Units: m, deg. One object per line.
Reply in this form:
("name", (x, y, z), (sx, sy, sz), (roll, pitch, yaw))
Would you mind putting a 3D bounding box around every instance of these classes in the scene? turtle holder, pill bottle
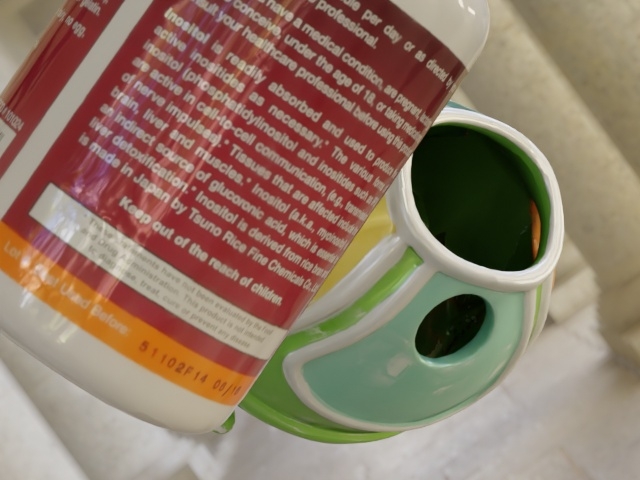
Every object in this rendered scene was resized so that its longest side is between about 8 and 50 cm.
("turtle holder", (0.011, -0.011, 1.124), (0.227, 0.320, 0.243), (-27, 31, 50))
("pill bottle", (-0.017, -0.039, 0.392), (0.152, 0.086, 0.086), (-55, 0, 3))
